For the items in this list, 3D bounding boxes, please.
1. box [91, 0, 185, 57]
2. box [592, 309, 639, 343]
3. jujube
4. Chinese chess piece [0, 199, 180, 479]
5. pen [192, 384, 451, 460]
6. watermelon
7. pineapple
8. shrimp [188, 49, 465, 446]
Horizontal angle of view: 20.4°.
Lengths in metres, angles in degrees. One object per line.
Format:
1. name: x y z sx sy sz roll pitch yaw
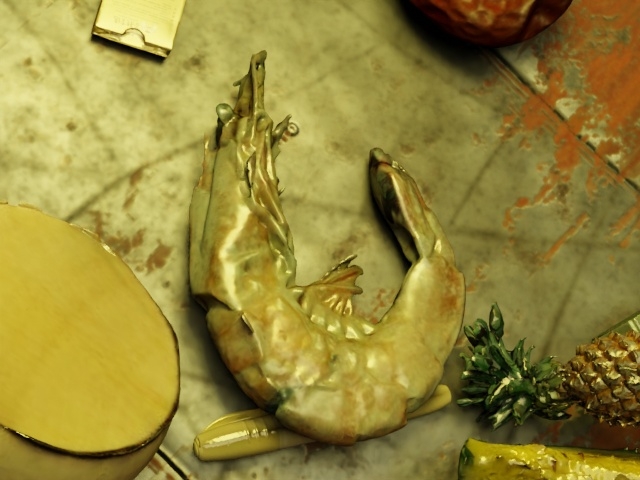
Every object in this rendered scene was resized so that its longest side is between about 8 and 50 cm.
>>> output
1. box: -0.151 -0.238 1.589 0.073 0.020 0.149 18 71 -11
2. box: 0.380 0.084 1.608 0.225 0.086 0.129 -29 84 -21
3. jujube: 0.130 -0.285 1.617 0.168 0.168 0.236 -35 71 -21
4. Chinese chess piece: -0.231 0.091 1.371 0.257 0.104 0.257 29 36 -24
5. pen: 0.002 0.151 1.517 0.233 0.032 0.040 -11 54 -19
6. watermelon: 0.251 0.222 1.510 0.301 0.129 0.123 8 70 -7
7. pineapple: 0.225 0.111 1.511 0.221 0.083 0.103 -1 114 20
8. shrimp: 0.000 0.000 1.529 0.246 0.085 0.360 -9 73 -23
